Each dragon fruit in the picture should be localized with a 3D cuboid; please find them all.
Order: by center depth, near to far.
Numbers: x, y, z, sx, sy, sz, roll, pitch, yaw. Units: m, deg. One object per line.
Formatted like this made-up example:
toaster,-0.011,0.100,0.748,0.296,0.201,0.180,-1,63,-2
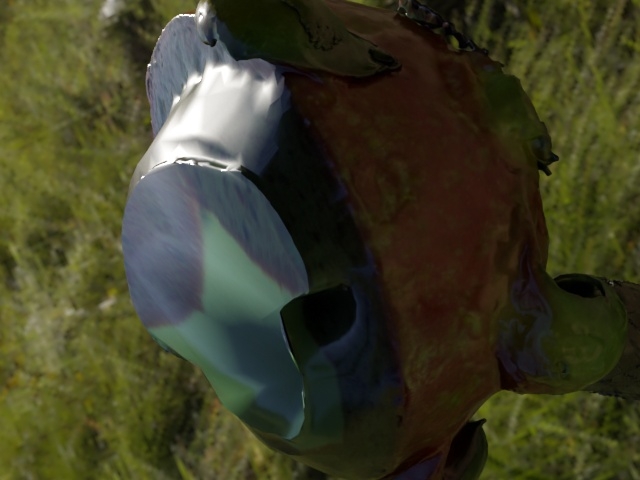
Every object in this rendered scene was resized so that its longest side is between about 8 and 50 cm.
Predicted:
dragon fruit,0.000,0.000,0.620,0.295,0.130,0.268,27,132,48

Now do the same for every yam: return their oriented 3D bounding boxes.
yam,0.272,0.089,1.102,0.107,0.183,0.107,-166,90,-78
